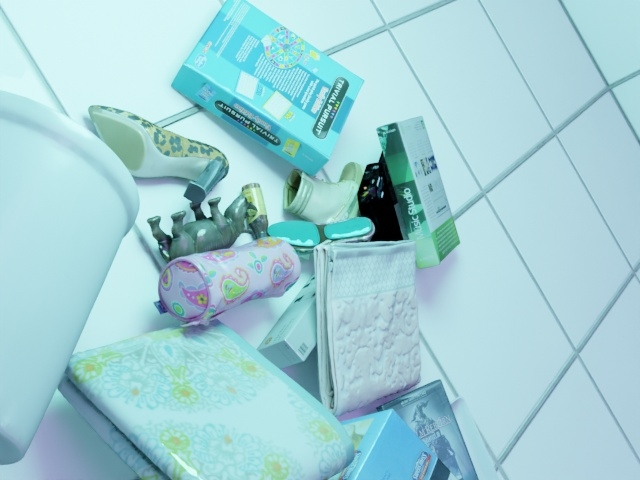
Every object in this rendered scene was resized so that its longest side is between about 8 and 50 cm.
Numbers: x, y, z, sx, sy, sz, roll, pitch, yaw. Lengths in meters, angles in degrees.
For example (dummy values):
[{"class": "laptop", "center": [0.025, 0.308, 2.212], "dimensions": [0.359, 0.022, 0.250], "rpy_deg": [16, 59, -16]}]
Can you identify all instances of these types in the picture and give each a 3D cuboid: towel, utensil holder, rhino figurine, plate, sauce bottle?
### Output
[{"class": "towel", "center": [-0.170, 0.266, 1.250], "dimensions": [0.374, 0.090, 0.320], "rpy_deg": [35, 28, 27]}, {"class": "utensil holder", "center": [-0.451, 0.053, 1.072], "dimensions": [0.327, 0.327, 0.385], "rpy_deg": [33, 54, -27]}, {"class": "towel", "center": [0.103, 0.158, 1.617], "dimensions": [0.332, 0.053, 0.317], "rpy_deg": [-4, 92, -54]}, {"class": "rhino figurine", "center": [-0.201, -0.022, 1.505], "dimensions": [0.243, 0.073, 0.106], "rpy_deg": [-26, 109, -46]}, {"class": "plate", "center": [0.261, 0.500, 1.707], "dimensions": [0.277, 0.045, 0.278], "rpy_deg": [-20, 85, -46]}, {"class": "sauce bottle", "center": [-0.123, -0.048, 1.611], "dimensions": [0.042, 0.042, 0.128], "rpy_deg": [-1, 70, -42]}]

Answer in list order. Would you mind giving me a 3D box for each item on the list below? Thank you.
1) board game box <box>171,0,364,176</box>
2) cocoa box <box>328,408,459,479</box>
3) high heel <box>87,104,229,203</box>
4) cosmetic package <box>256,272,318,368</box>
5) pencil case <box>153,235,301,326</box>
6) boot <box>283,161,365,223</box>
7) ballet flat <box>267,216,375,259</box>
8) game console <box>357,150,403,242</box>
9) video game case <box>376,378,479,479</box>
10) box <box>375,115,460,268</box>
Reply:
[{"class": "board game box", "center": [-0.099, -0.320, 1.687], "dimensions": [0.336, 0.079, 0.254], "rpy_deg": [32, 52, -12]}, {"class": "cocoa box", "center": [0.049, 0.496, 1.382], "dimensions": [0.228, 0.231, 0.347], "rpy_deg": [48, 47, -13]}, {"class": "high heel", "center": [-0.291, -0.180, 1.518], "dimensions": [0.261, 0.093, 0.186], "rpy_deg": [37, 26, -7]}, {"class": "cosmetic package", "center": [-0.024, 0.141, 1.577], "dimensions": [0.060, 0.099, 0.239], "rpy_deg": [48, 46, -11]}, {"class": "pencil case", "center": [-0.155, 0.067, 1.445], "dimensions": [0.284, 0.124, 0.124], "rpy_deg": [-17, 83, -57]}, {"class": "boot", "center": [0.010, -0.112, 1.741], "dimensions": [0.165, 0.077, 0.213], "rpy_deg": [32, 52, -24]}, {"class": "ballet flat", "center": [0.000, 0.000, 1.658], "dimensions": [0.221, 0.079, 0.077], "rpy_deg": [-6, 53, -7]}, {"class": "game console", "center": [0.153, -0.108, 1.848], "dimensions": [0.361, 0.044, 0.213], "rpy_deg": [-69, 147, -51]}, {"class": "video game case", "center": [0.226, 0.436, 1.656], "dimensions": [0.196, 0.026, 0.274], "rpy_deg": [-13, 80, -45]}, {"class": "box", "center": [0.224, -0.115, 1.858], "dimensions": [0.232, 0.058, 0.322], "rpy_deg": [-28, 100, -66]}]
